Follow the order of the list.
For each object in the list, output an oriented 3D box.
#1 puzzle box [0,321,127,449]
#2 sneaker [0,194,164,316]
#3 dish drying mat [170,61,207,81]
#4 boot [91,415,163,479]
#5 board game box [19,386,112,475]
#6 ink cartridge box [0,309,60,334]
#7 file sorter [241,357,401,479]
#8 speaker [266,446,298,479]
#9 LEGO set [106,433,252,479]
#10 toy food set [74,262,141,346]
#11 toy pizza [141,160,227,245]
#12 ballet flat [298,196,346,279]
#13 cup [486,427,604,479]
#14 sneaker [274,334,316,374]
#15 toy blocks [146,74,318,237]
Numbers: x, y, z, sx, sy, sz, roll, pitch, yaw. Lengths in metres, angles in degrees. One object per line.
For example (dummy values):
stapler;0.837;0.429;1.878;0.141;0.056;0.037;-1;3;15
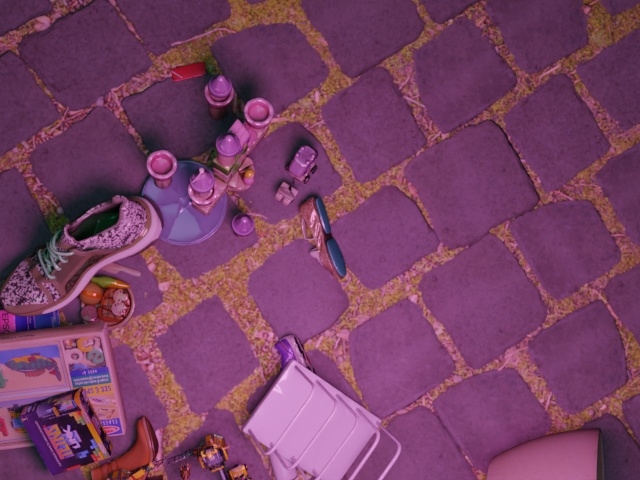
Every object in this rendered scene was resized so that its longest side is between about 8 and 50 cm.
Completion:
puzzle box;-0.656;0.333;1.787;0.409;0.052;0.272;-7;113;-3
sneaker;-0.558;0.012;1.788;0.410;0.182;0.158;-36;70;-2
dish drying mat;-0.315;-0.405;1.933;0.083;0.008;0.032;-14;86;-4
boot;-0.444;0.506;1.831;0.152;0.073;0.197;-9;84;0
board game box;-0.559;0.422;1.779;0.141;0.048;0.170;-19;113;1
ink cartridge box;-0.782;0.252;1.839;0.371;0.069;0.176;-6;87;-6
file sorter;0.009;0.432;1.763;0.277;0.173;0.193;38;86;-22
speaker;-0.095;0.484;1.857;0.055;0.055;0.136;-17;87;-4
LEGO set;-0.304;0.580;1.724;0.331;0.192;0.255;-13;100;-7
toy food set;-0.499;0.145;1.869;0.132;0.038;0.192;16;85;-2
toy pizza;-0.321;-0.088;1.898;0.201;0.032;0.201;0;84;-3
ballet flat;0.000;0.000;1.900;0.067;0.073;0.206;-20;84;23
cup;0.495;0.574;1.778;0.237;0.331;0.331;-1;86;23
sneaker;-0.055;0.306;1.878;0.071;0.068;0.170;-26;79;11
toy blocks;-0.183;-0.188;1.777;0.309;0.260;0.288;34;73;0
